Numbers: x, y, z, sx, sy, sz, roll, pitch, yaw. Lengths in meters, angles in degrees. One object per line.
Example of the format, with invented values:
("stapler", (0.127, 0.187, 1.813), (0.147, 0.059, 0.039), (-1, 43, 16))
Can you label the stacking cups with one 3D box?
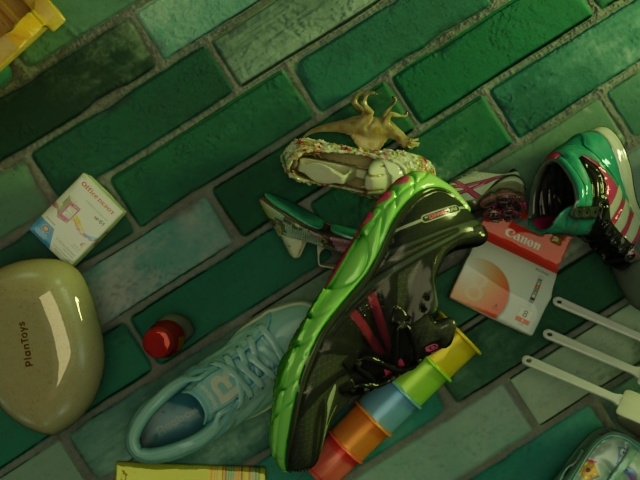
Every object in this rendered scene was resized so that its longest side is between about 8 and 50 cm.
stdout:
("stacking cups", (0.099, 0.245, 1.897), (0.316, 0.096, 0.096), (-43, 90, 2))

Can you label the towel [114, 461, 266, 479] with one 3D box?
("towel", (-0.202, 0.399, 1.924), (0.237, 0.021, 0.102), (3, 84, 0))

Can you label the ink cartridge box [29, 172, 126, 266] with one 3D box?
("ink cartridge box", (-0.373, -0.032, 1.906), (0.088, 0.052, 0.122), (44, 88, 0))

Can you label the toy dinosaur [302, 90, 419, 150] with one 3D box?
("toy dinosaur", (0.068, -0.184, 1.914), (0.183, 0.053, 0.092), (8, 91, -1))

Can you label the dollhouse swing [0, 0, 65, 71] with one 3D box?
("dollhouse swing", (-0.584, -0.298, 1.780), (0.347, 0.305, 0.315), (-42, 91, 0))

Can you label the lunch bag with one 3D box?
("lunch bag", (0.435, 0.439, 1.888), (0.224, 0.108, 0.279), (35, 89, -1))

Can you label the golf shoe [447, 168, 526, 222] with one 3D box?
("golf shoe", (0.226, -0.066, 1.918), (0.186, 0.067, 0.086), (-6, 47, 10))

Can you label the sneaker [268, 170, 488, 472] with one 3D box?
("sneaker", (0.080, 0.133, 1.777), (0.202, 0.185, 0.483), (31, 88, 3))

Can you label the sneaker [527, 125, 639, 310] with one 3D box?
("sneaker", (0.407, -0.016, 1.853), (0.178, 0.124, 0.295), (-16, 82, -30))

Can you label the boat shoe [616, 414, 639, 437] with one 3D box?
("boat shoe", (0.633, 0.266, 1.900), (0.340, 0.127, 0.158), (20, 75, -2))

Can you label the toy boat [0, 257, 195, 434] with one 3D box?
("toy boat", (-0.354, 0.156, 1.870), (0.318, 0.148, 0.267), (-3, 92, 5))

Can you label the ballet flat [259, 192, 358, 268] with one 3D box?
("ballet flat", (0.000, 0.000, 1.908), (0.221, 0.077, 0.079), (21, 109, -1))

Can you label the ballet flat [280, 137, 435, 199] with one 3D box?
("ballet flat", (0.054, -0.100, 1.889), (0.241, 0.077, 0.091), (7, 113, 6))

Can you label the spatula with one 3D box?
("spatula", (0.443, 0.182, 1.885), (0.242, 0.019, 0.168), (24, 60, 15))

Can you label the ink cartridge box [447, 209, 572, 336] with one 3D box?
("ink cartridge box", (0.300, 0.040, 1.922), (0.145, 0.045, 0.179), (25, 92, -1))

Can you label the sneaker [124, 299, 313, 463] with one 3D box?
("sneaker", (-0.135, 0.224, 1.859), (0.366, 0.150, 0.135), (-39, 91, -1))
